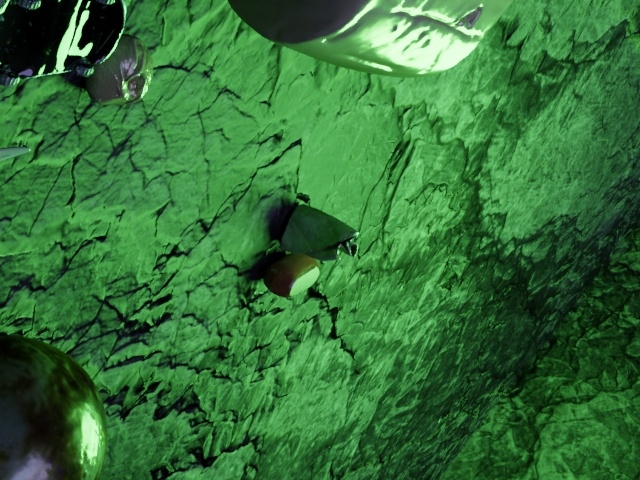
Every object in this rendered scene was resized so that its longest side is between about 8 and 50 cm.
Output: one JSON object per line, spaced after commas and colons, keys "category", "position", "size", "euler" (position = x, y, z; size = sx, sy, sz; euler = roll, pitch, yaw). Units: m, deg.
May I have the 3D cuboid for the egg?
{"category": "egg", "position": [-0.347, 0.219, 1.609], "size": [0.238, 0.238, 0.289], "euler": [-66, 167, 15]}

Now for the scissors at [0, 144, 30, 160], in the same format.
{"category": "scissors", "position": [-0.364, -0.078, 1.500], "size": [0.176, 0.022, 0.085], "euler": [-19, 131, -50]}

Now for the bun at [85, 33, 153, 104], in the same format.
{"category": "bun", "position": [-0.215, -0.183, 1.622], "size": [0.086, 0.054, 0.086], "euler": [-42, 149, -32]}

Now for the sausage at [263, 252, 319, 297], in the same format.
{"category": "sausage", "position": [-0.043, 0.048, 2.195], "size": [0.094, 0.054, 0.059], "euler": [-31, 143, -47]}

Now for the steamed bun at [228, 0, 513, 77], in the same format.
{"category": "steamed bun", "position": [0.080, -0.420, 1.636], "size": [0.456, 0.290, 0.371], "euler": [-56, 154, 16]}

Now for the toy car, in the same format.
{"category": "toy car", "position": [-0.271, -0.212, 1.484], "size": [0.205, 0.056, 0.095], "euler": [-21, 136, -58]}

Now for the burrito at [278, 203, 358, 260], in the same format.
{"category": "burrito", "position": [0.001, -0.004, 2.152], "size": [0.044, 0.118, 0.074], "euler": [6, 104, -67]}
